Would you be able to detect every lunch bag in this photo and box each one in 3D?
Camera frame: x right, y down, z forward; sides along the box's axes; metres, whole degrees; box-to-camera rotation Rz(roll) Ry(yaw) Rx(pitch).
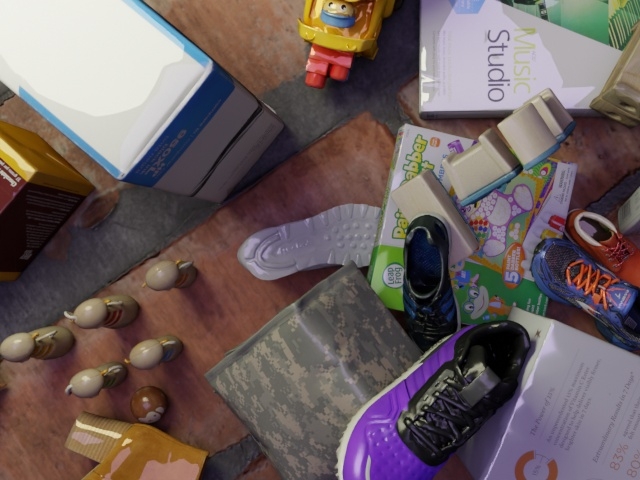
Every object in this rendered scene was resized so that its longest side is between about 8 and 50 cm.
[{"bbox_3d":[-0.006,0.204,1.106,0.235,0.169,0.287,53,131,3],"label":"lunch bag"}]

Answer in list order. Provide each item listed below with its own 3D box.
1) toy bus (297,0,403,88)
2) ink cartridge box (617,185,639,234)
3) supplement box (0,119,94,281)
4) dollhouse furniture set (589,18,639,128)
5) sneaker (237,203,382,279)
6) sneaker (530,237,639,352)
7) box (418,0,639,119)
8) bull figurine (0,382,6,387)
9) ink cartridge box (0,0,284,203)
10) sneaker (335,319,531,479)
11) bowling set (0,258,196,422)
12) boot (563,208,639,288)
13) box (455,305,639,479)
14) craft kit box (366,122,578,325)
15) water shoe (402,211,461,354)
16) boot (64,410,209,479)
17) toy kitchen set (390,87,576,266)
[{"bbox_3d":[0.028,-0.308,1.118,0.150,0.220,0.211,17,95,3],"label":"toy bus"},{"bbox_3d":[0.502,-0.051,1.044,0.209,0.206,0.045,-2,77,7],"label":"ink cartridge box"},{"bbox_3d":[-0.461,-0.054,1.174,0.129,0.191,0.194,41,93,8],"label":"supplement box"},{"bbox_3d":[0.462,-0.190,1.044,0.184,0.129,0.129,29,91,4],"label":"dollhouse furniture set"},{"bbox_3d":[0.000,0.000,1.170,0.235,0.095,0.090,-7,90,-13],"label":"sneaker"},{"bbox_3d":[0.371,0.067,1.088,0.221,0.087,0.083,34,78,-11],"label":"sneaker"},{"bbox_3d":[0.298,-0.288,1.157,0.322,0.058,0.232,0,87,6],"label":"box"},{"bbox_3d":[-0.595,0.136,1.227,0.189,0.101,0.310,-23,85,7],"label":"bull figurine"},{"bbox_3d":[-0.232,-0.202,1.053,0.285,0.395,0.166,40,95,8],"label":"ink cartridge box"},{"bbox_3d":[0.136,0.179,0.918,0.102,0.146,0.293,48,54,-1],"label":"sneaker"},{"bbox_3d":[-0.270,0.159,1.158,0.287,0.154,0.199,-31,84,5],"label":"bowling set"},{"bbox_3d":[0.395,0.017,1.117,0.158,0.084,0.059,39,91,6],"label":"boot"},{"bbox_3d":[0.374,0.250,1.037,0.346,0.168,0.214,24,91,-3],"label":"box"},{"bbox_3d":[0.202,-0.011,1.133,0.247,0.061,0.249,12,89,-2],"label":"craft kit box"},{"bbox_3d":[0.129,0.067,1.040,0.073,0.080,0.203,-1,110,22],"label":"water shoe"},{"bbox_3d":[-0.289,0.403,1.176,0.211,0.104,0.295,22,92,4],"label":"boot"},{"bbox_3d":[0.229,-0.082,1.080,0.207,0.166,0.122,-32,93,32],"label":"toy kitchen set"}]
